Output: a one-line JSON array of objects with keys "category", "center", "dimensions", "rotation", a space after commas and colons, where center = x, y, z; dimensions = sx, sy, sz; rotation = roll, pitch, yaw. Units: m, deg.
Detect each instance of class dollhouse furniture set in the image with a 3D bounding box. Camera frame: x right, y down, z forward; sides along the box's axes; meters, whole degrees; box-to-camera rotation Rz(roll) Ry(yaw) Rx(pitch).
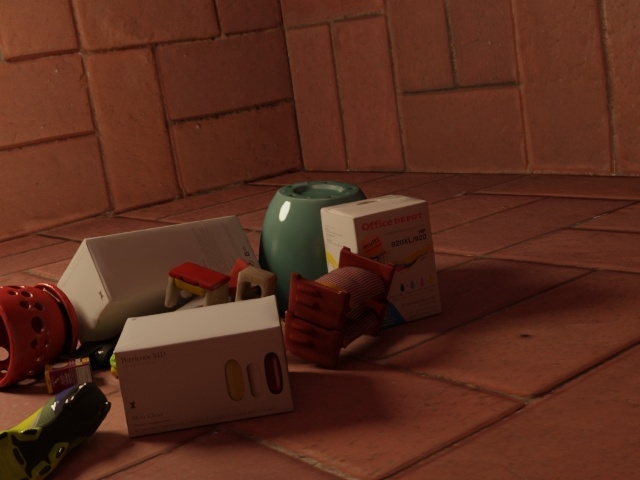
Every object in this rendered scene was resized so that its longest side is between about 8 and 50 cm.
[{"category": "dollhouse furniture set", "center": [-0.077, 0.082, 1.763], "dimensions": [0.374, 0.152, 0.201], "rotation": [18, 22, 22]}]

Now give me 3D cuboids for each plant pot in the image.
[{"category": "plant pot", "center": [-0.582, 0.174, 1.849], "dimensions": [0.191, 0.191, 0.174], "rotation": [2, 12, 40]}, {"category": "plant pot", "center": [0.000, 0.000, 2.080], "dimensions": [0.293, 0.235, 0.293], "rotation": [-1, 17, 0]}]

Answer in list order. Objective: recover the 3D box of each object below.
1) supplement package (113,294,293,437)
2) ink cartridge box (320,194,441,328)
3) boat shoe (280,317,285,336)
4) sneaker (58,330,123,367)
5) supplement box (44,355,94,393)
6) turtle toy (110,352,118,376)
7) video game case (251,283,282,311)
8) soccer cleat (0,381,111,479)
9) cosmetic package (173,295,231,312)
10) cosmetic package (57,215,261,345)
[{"category": "supplement package", "center": [-0.186, 0.199, 1.550], "dimensions": [0.261, 0.145, 0.204], "rotation": [-9, 11, -3]}, {"category": "ink cartridge box", "center": [0.119, 0.039, 1.899], "dimensions": [0.171, 0.233, 0.168], "rotation": [-13, 12, -21]}, {"category": "boat shoe", "center": [-0.085, 0.175, 1.857], "dimensions": [0.045, 0.050, 0.135], "rotation": [-8, 21, -16]}, {"category": "sneaker", "center": [-0.435, 0.216, 1.881], "dimensions": [0.089, 0.051, 0.170], "rotation": [-1, 16, 20]}, {"category": "supplement box", "center": [-0.467, 0.249, 1.758], "dimensions": [0.083, 0.043, 0.055], "rotation": [-11, 10, -15]}, {"category": "turtle toy", "center": [-0.347, 0.218, 1.768], "dimensions": [0.095, 0.066, 0.130], "rotation": [-5, 12, 18]}, {"category": "video game case", "center": [-0.106, 0.108, 2.191], "dimensions": [0.206, 0.026, 0.227], "rotation": [10, 20, 38]}, {"category": "soccer cleat", "center": [-0.428, 0.308, 1.401], "dimensions": [0.121, 0.093, 0.289], "rotation": [-37, -1, 33]}, {"category": "cosmetic package", "center": [-0.238, 0.175, 1.830], "dimensions": [0.060, 0.099, 0.239], "rotation": [-2, 13, 19]}, {"category": "cosmetic package", "center": [-0.333, 0.080, 1.974], "dimensions": [0.365, 0.155, 0.197], "rotation": [-9, -26, -40]}]
